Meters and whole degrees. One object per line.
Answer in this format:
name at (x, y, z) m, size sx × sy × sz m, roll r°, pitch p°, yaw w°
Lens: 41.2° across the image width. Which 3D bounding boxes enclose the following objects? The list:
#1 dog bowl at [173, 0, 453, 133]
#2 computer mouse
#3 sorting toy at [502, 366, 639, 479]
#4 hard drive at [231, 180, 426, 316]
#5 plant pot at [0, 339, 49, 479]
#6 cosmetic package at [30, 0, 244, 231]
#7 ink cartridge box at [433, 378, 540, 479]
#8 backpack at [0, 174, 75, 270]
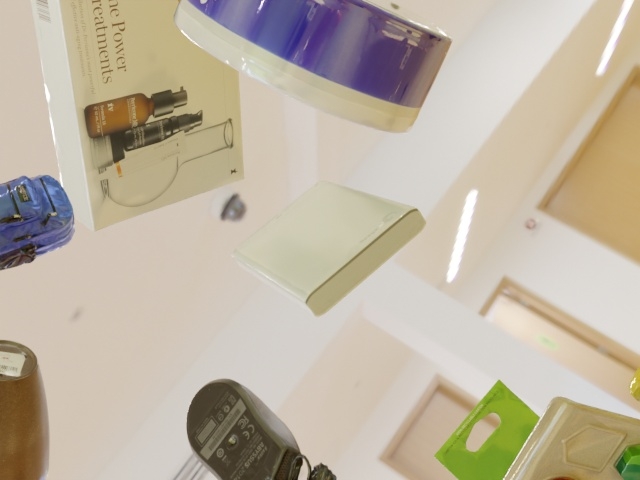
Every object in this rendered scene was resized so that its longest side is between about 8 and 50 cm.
dog bowl at (-0.005, -0.213, 0.852) m, size 0.104 × 0.265 × 0.265 m, roll -64°, pitch -18°, yaw 18°
computer mouse at (-0.091, 0.303, 1.160) m, size 0.188 × 0.272 × 0.072 m, roll -50°, pitch -40°, yaw 9°
sorting toy at (0.403, 0.291, 1.162) m, size 0.041 × 0.229 × 0.307 m, roll -85°, pitch 15°, yaw -62°
hard drive at (0.000, 0.000, 1.271) m, size 0.203 × 0.307 × 0.040 m, roll -40°, pitch -67°, yaw -12°
plant pot at (-0.549, 0.291, 1.434) m, size 0.215 × 0.215 × 0.230 m, roll -29°, pitch -36°, yaw -57°
cosmetic package at (-0.261, -0.234, 1.282) m, size 0.284 × 0.097 × 0.377 m, roll -25°, pitch -52°, yaw -36°
ink cartridge box at (0.342, 0.370, 1.379) m, size 0.189 × 0.255 × 0.097 m, roll -45°, pitch -10°, yaw -16°
backpack at (-0.367, -0.027, 1.056) m, size 0.120 × 0.098 × 0.101 m, roll -18°, pitch -20°, yaw -24°
